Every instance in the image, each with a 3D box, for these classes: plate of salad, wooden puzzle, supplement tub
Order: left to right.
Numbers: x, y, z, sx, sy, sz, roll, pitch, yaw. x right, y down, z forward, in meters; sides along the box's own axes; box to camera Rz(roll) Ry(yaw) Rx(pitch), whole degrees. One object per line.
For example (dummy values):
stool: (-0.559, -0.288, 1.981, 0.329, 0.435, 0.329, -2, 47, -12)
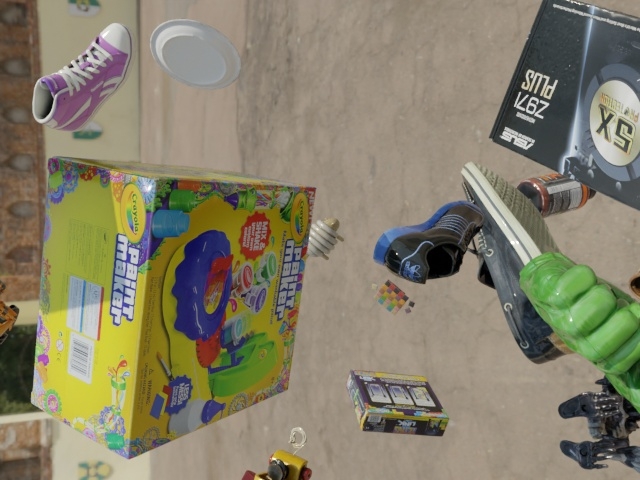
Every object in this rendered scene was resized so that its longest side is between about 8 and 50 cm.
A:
plate of salad: (-0.270, -0.409, 1.298, 0.200, 0.200, 0.048, 126, 157, -58)
wooden puzzle: (0.125, 0.101, 1.046, 0.083, 0.006, 0.049, 41, 126, 11)
supplement tub: (0.590, -0.118, 1.479, 0.106, 0.198, 0.106, 44, 141, 52)

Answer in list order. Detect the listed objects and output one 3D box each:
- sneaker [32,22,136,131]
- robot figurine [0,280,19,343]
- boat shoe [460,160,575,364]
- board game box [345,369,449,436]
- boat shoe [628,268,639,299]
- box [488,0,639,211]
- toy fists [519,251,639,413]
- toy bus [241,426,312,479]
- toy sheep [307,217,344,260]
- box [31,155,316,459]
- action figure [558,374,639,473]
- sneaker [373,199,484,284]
sneaker: (-0.520, -0.360, 1.298, 0.282, 0.102, 0.161, -55, -7, 9)
robot figurine: (-0.705, 0.187, 1.109, 0.085, 0.291, 0.211, 26, 153, 35)
boat shoe: (0.382, 0.025, 1.197, 0.156, 0.187, 0.500, -48, 40, 31)
board game box: (0.149, 0.322, 1.182, 0.141, 0.171, 0.048, -116, 37, -66)
boat shoe: (0.606, 0.090, 0.920, 0.324, 0.117, 0.123, -139, 28, -85)
box: (0.271, -0.128, 0.546, 0.180, 0.078, 0.147, 38, 125, 36)
toy fists: (0.360, 0.123, 0.705, 0.096, 0.279, 0.142, -44, 15, 15)
toy bus: (-0.094, 0.527, 1.247, 0.191, 0.104, 0.202, -36, 64, 16)
toy sheep: (0.000, 0.000, 1.446, 0.132, 0.091, 0.091, -54, 25, -1)
box: (-0.170, 0.058, 0.733, 0.177, 0.279, 0.289, 13, 101, 31)
action figure: (0.484, 0.287, 0.939, 0.141, 0.276, 0.163, -4, 84, 43)
sneaker: (0.184, 0.007, 0.867, 0.090, 0.232, 0.081, 34, 131, 36)
